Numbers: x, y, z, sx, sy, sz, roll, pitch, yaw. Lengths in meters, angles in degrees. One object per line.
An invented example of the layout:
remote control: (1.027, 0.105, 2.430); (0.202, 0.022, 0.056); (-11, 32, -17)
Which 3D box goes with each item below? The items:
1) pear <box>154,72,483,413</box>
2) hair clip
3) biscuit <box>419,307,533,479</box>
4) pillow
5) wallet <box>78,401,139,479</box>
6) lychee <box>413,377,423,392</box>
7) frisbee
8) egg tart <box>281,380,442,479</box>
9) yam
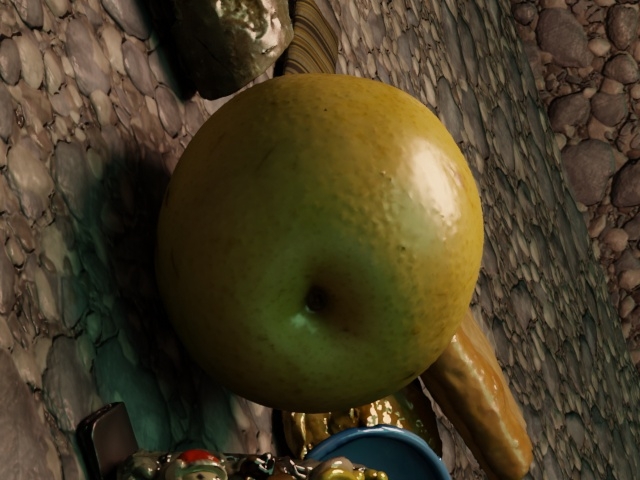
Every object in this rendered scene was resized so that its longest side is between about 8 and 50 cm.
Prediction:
pear: (0.000, 0.000, 1.696); (0.348, 0.348, 0.348); (49, 33, -48)
hair clip: (-0.031, 0.248, 1.545); (0.321, 0.091, 0.138); (10, 50, -37)
biscuit: (0.111, 0.055, 2.063); (0.446, 0.104, 0.429); (58, 5, -7)
pillow: (-0.013, -0.243, 2.232); (0.113, 0.038, 0.203); (55, 28, -34)
wallet: (-0.178, 0.228, 1.529); (0.082, 0.018, 0.156); (-27, 101, -68)
lychee: (0.079, 0.190, 2.074); (0.140, 0.114, 0.101); (-33, 132, -49)
frisbee: (0.041, 0.315, 1.820); (0.242, 0.045, 0.242); (-5, 100, -31)
egg tart: (0.063, 0.225, 1.919); (0.241, 0.106, 0.241); (18, 61, -35)
yam: (-0.121, -0.300, 1.870); (0.254, 0.154, 0.154); (67, 23, -16)
